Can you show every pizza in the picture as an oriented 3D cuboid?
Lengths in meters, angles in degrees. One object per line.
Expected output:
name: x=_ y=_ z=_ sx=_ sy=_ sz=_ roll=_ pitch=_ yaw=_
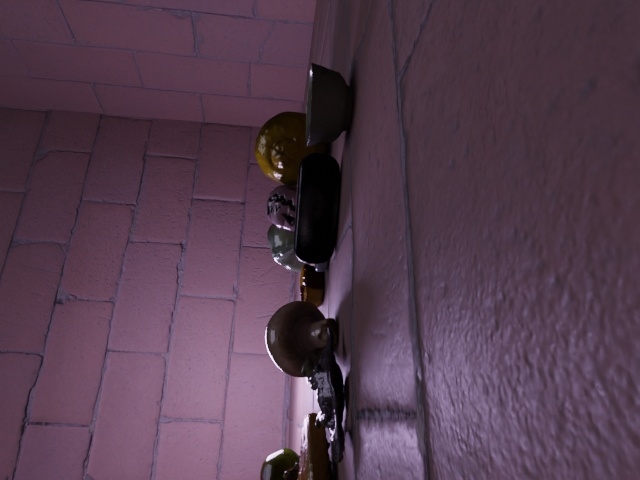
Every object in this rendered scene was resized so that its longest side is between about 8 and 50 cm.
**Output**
pizza: x=-0.015 y=0.594 z=1.133 sx=0.290 sy=0.081 sz=0.229 roll=-96 pitch=18 yaw=-62

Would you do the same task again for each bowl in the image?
bowl: x=0.021 y=-0.347 z=1.187 sx=0.211 sy=0.111 sz=0.212 roll=-176 pitch=90 yaw=-84

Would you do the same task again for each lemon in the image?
lemon: x=-0.100 y=-0.334 z=1.663 sx=0.316 sy=0.285 sz=0.286 roll=33 pitch=-122 yaw=-71

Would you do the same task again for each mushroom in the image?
mushroom: x=-0.037 y=0.258 z=1.213 sx=0.204 sy=0.204 sz=0.205 roll=-177 pitch=90 yaw=-84

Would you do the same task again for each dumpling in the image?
dumpling: x=-0.109 y=-0.010 z=1.785 sx=0.321 sy=0.211 sz=0.270 roll=-118 pitch=33 yaw=-55

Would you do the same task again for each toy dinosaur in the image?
toy dinosaur: x=0.019 y=0.350 z=1.026 sx=0.162 sy=0.077 sz=0.294 roll=106 pitch=153 yaw=-46

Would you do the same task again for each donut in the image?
donut: x=-0.031 y=0.163 z=1.580 sx=0.184 sy=0.073 sz=0.167 roll=129 pitch=145 yaw=-78

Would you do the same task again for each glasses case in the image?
glasses case: x=-0.011 y=-0.088 z=1.289 sx=0.075 sy=0.121 sz=0.315 roll=-148 pitch=61 yaw=-77

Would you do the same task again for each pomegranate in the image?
pomegranate: x=-0.125 y=0.869 z=1.684 sx=0.224 sy=0.181 sz=0.182 roll=134 pitch=141 yaw=-58

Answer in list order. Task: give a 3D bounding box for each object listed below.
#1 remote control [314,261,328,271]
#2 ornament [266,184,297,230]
remote control: x=0.000 y=0.000 z=1.507 sx=0.087 sy=0.047 sz=0.244 roll=95 pitch=174 yaw=-46
ornament: x=-0.105 y=-0.108 z=1.604 sx=0.177 sy=0.177 sz=0.178 roll=-177 pitch=90 yaw=-84
